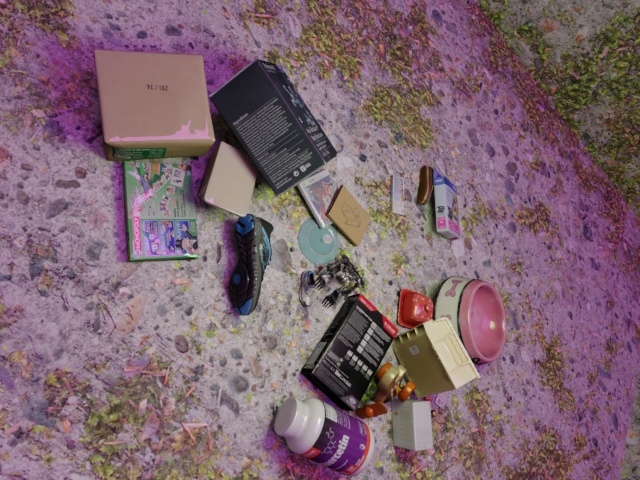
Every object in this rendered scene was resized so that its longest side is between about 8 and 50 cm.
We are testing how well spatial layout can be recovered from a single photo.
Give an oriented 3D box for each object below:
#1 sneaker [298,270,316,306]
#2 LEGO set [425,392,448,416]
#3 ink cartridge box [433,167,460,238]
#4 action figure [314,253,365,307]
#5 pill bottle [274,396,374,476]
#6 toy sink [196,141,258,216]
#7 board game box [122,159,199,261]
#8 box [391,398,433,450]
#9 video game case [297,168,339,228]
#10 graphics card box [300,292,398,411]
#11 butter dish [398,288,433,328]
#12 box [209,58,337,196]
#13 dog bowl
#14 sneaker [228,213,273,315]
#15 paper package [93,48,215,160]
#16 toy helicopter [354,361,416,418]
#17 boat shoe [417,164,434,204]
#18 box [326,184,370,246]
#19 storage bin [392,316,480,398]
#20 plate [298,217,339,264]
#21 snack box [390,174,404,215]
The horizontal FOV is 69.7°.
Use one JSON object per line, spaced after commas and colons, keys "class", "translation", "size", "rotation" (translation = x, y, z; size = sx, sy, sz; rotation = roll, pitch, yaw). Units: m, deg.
{"class": "sneaker", "translation": [-0.044, 0.175, 1.693], "size": [0.052, 0.058, 0.135], "rotation": [7, 75, -31]}
{"class": "LEGO set", "translation": [0.489, 0.604, 1.927], "size": [0.182, 0.060, 0.244], "rotation": [40, 60, -13]}
{"class": "ink cartridge box", "translation": [0.590, -0.171, 2.146], "size": [0.186, 0.065, 0.311], "rotation": [20, 63, -54]}
{"class": "action figure", "translation": [0.066, 0.148, 1.728], "size": [0.164, 0.141, 0.275], "rotation": [60, 29, 3]}
{"class": "pill bottle", "translation": [0.012, 0.646, 1.535], "size": [0.323, 0.181, 0.181], "rotation": [33, 62, -21]}
{"class": "toy sink", "translation": [-0.320, -0.186, 1.566], "size": [0.152, 0.131, 0.234], "rotation": [22, 62, -26]}
{"class": "board game box", "translation": [-0.510, -0.093, 1.471], "size": [0.213, 0.046, 0.317], "rotation": [-1, 79, -32]}
{"class": "box", "translation": [0.350, 0.704, 1.767], "size": [0.091, 0.130, 0.170], "rotation": [8, 74, -30]}
{"class": "video game case", "translation": [0.016, -0.168, 1.823], "size": [0.183, 0.023, 0.201], "rotation": [-34, 97, -43]}
{"class": "graphics card box", "translation": [0.117, 0.410, 1.716], "size": [0.233, 0.094, 0.371], "rotation": [45, 58, -16]}
{"class": "butter dish", "translation": [0.417, 0.287, 1.923], "size": [0.160, 0.118, 0.160], "rotation": [20, 67, -28]}
{"class": "box", "translation": [-0.146, -0.393, 1.605], "size": [0.395, 0.212, 0.293], "rotation": [55, 18, -9]}
{"class": "dog bowl", "translation": [0.663, 0.351, 1.996], "size": [0.408, 0.150, 0.408], "rotation": [9, 76, -44]}
{"class": "sneaker", "translation": [-0.219, 0.085, 1.566], "size": [0.139, 0.125, 0.341], "rotation": [14, 80, -56]}
{"class": "paper package", "translation": [-0.518, -0.418, 1.445], "size": [0.325, 0.168, 0.309], "rotation": [-7, 81, -24]}
{"class": "toy helicopter", "translation": [0.224, 0.532, 1.635], "size": [0.140, 0.355, 0.235], "rotation": [39, 71, 24]}
{"class": "boat shoe", "translation": [0.502, -0.253, 2.141], "size": [0.073, 0.073, 0.207], "rotation": [23, 67, -24]}
{"class": "box", "translation": [0.117, -0.100, 1.859], "size": [0.201, 0.021, 0.164], "rotation": [45, 53, -28]}
{"class": "storage bin", "translation": [0.428, 0.453, 1.774], "size": [0.123, 0.262, 0.260], "rotation": [-17, 73, -28]}
{"class": "plate", "translation": [0.000, 0.000, 1.787], "size": [0.188, 0.024, 0.188], "rotation": [9, 72, -30]}
{"class": "snack box", "translation": [0.345, -0.202, 2.059], "size": [0.064, 0.022, 0.178], "rotation": [11, 72, -29]}
